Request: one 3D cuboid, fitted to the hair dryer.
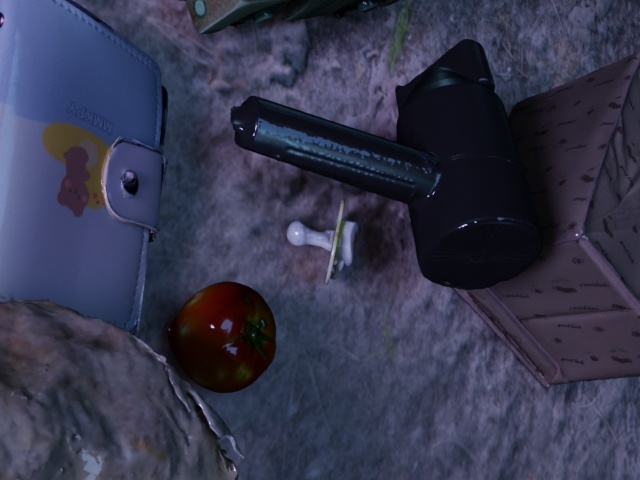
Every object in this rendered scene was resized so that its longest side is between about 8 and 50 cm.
[{"bbox_3d":[0.054,-0.106,0.758,0.302,0.116,0.244,16,48,-30],"label":"hair dryer"}]

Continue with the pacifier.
[{"bbox_3d":[0.000,0.000,0.755,0.064,0.068,0.083,13,58,-3],"label":"pacifier"}]

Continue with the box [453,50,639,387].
[{"bbox_3d":[0.311,-0.020,0.938,0.225,0.190,0.297,45,53,-22],"label":"box"}]

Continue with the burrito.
[{"bbox_3d":[-0.192,0.100,0.427,0.347,0.107,0.175,8,47,-46],"label":"burrito"}]

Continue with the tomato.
[{"bbox_3d":[-0.077,0.075,0.644,0.087,0.075,0.087,25,59,-51],"label":"tomato"}]

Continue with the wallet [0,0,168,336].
[{"bbox_3d":[-0.182,-0.052,0.588,0.170,0.069,0.231,24,65,-55],"label":"wallet"}]

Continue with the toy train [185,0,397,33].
[{"bbox_3d":[0.007,-0.282,0.759,0.326,0.159,0.129,-23,96,-45],"label":"toy train"}]
